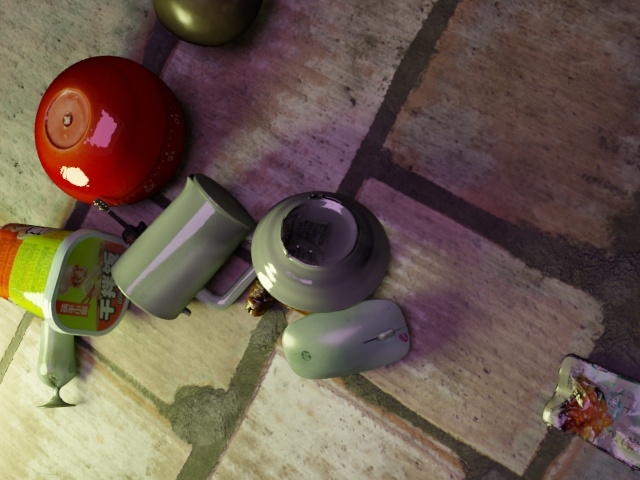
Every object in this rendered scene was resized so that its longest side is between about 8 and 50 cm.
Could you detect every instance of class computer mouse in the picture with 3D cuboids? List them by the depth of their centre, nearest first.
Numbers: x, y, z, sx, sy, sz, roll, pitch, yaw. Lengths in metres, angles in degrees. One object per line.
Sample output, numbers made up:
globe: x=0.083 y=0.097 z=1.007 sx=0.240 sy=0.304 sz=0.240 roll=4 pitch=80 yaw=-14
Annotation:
computer mouse: x=0.051 y=0.227 z=1.569 sx=0.288 sy=0.097 sz=0.159 roll=-13 pitch=98 yaw=18

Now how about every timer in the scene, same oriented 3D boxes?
timer: x=-0.536 y=-0.274 z=1.772 sx=0.378 sy=0.279 sz=0.378 roll=-2 pitch=85 yaw=24

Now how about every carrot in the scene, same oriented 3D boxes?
carrot: x=-0.111 y=0.077 z=1.673 sx=0.069 sy=0.069 sz=0.229 roll=34 pitch=105 yaw=21

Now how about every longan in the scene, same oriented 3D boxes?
longan: x=-0.280 y=-0.640 z=1.713 sx=0.288 sy=0.288 sz=0.350 roll=-19 pitch=69 yaw=18

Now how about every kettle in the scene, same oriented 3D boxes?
kettle: x=-0.309 y=0.035 z=1.694 sx=0.318 sy=0.205 sz=0.265 roll=-47 pitch=68 yaw=8

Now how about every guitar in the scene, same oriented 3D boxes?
guitar: x=-0.481 y=-0.032 z=1.761 sx=0.088 sy=0.233 sz=0.025 roll=-42 pitch=39 yaw=0

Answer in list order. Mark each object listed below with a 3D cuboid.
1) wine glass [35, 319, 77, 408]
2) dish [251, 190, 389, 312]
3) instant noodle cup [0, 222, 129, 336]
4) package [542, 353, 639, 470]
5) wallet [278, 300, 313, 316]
wine glass: x=-0.700 y=0.326 z=1.865 sx=0.103 sy=0.103 sz=0.231 roll=-7 pitch=80 yaw=20
dish: x=0.000 y=0.000 z=1.557 sx=0.316 sy=0.106 sz=0.316 roll=0 pitch=63 yaw=0
instant noodle cup: x=-0.682 y=0.083 z=1.812 sx=0.307 sy=0.294 sz=0.294 roll=12 pitch=89 yaw=29
package: x=0.572 y=0.341 z=1.410 sx=0.232 sy=0.040 sz=0.166 roll=26 pitch=94 yaw=20
wallet: x=0.003 y=0.089 z=1.655 sx=0.161 sy=0.042 sz=0.195 roll=23 pitch=95 yaw=26
